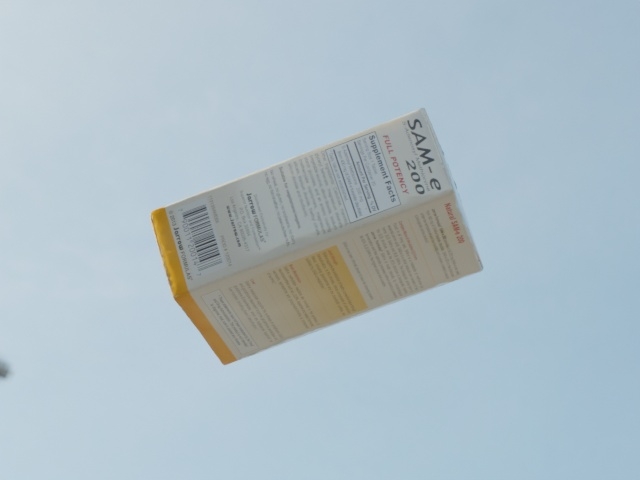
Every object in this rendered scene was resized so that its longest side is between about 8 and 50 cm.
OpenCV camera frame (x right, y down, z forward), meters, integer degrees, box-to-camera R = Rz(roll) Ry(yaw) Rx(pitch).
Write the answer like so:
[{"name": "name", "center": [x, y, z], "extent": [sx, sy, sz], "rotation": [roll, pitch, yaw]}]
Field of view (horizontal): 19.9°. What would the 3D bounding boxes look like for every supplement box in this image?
[{"name": "supplement box", "center": [0.000, 0.000, 0.614], "extent": [0.098, 0.036, 0.062], "rotation": [-20, -29, 4]}]
